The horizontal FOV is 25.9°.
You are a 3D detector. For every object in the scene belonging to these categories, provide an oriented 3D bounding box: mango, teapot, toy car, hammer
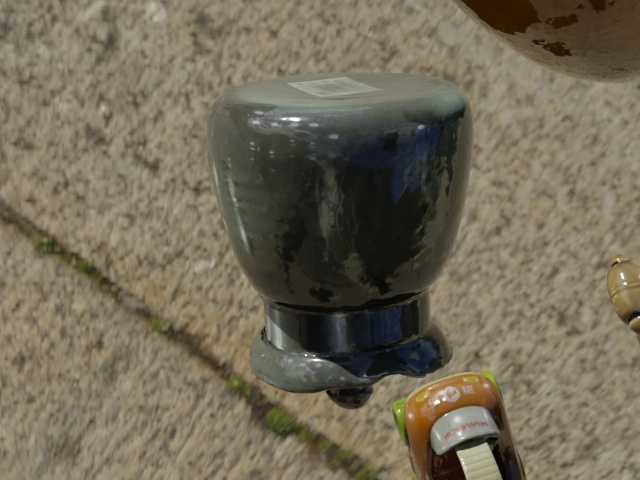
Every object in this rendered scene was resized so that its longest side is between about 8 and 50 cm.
[{"bbox_3d":[0.199,-0.266,1.133,0.232,0.445,0.300,-45,77,9],"label":"mango"},{"bbox_3d":[-0.010,0.006,1.204,0.223,0.305,0.285,-21,112,-51],"label":"teapot"},{"bbox_3d":[0.198,0.296,1.789,0.145,0.235,0.235,-18,71,-4],"label":"toy car"},{"bbox_3d":[0.119,0.044,0.498,0.014,0.123,0.029,-18,56,11],"label":"hammer"}]
